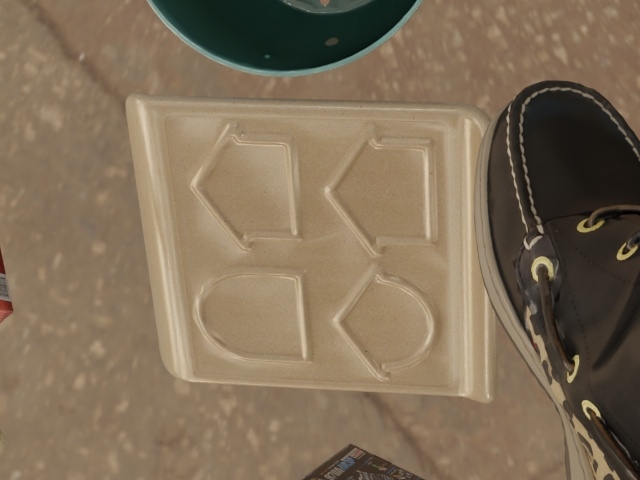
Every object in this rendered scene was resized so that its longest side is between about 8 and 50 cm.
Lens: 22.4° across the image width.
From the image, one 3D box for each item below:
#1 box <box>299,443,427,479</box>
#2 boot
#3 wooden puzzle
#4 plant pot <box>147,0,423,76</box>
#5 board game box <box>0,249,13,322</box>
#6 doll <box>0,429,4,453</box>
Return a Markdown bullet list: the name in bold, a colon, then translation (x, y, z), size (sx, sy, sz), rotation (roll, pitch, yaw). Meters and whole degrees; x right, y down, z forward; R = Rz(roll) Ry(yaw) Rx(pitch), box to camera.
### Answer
- **box**: translation (0.073, 0.319, 1.909), size (0.175, 0.220, 0.051), rotation (24, 102, 14)
- **boot**: translation (0.198, 0.006, 0.855), size (0.138, 0.377, 0.284), rotation (0, 145, -13)
- **wooden puzzle**: translation (0.000, 0.000, 1.529), size (0.347, 0.080, 0.322), rotation (5, 124, 13)
- **plant pot**: translation (-0.011, -0.300, 1.504), size (0.293, 0.235, 0.293), rotation (1, 96, 10)
- **board game box**: translation (-0.350, 0.062, 1.299), size (0.281, 0.145, 0.027), rotation (-36, 146, 31)
- **doll**: translation (-0.380, 0.148, 1.532), size (0.189, 0.046, 0.129), rotation (36, 74, 1)
